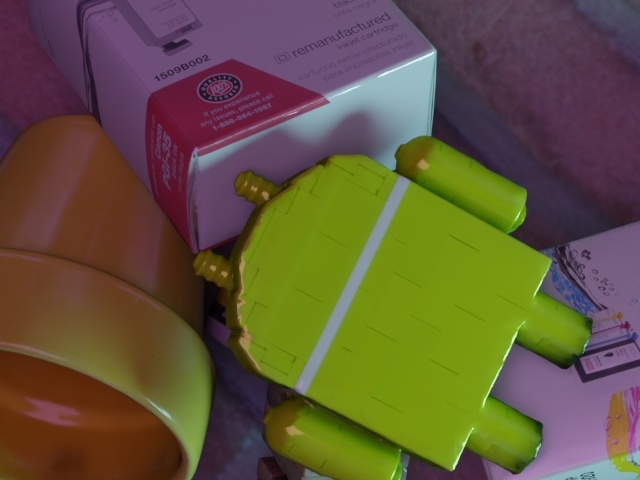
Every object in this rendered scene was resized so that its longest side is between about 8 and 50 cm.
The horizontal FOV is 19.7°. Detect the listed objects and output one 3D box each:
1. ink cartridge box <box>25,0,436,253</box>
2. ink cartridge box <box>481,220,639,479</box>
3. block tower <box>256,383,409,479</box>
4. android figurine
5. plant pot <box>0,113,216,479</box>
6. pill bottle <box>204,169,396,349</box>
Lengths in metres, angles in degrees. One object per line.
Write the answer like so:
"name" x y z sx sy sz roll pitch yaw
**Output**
"ink cartridge box" -0.075 -0.152 1.381 0.207 0.117 0.283 -25 54 -20
"ink cartridge box" 0.225 0.095 1.399 0.232 0.171 0.168 -17 73 7
"block tower" 0.008 0.184 1.414 0.097 0.091 0.335 -1 115 -22
"android figurine" 0.047 0.048 1.275 0.272 0.056 0.248 26 81 -10
"plant pot" -0.190 0.043 1.411 0.254 0.254 0.239 11 58 6
"pill bottle" 0.000 0.000 1.466 0.119 0.119 0.209 24 92 5
